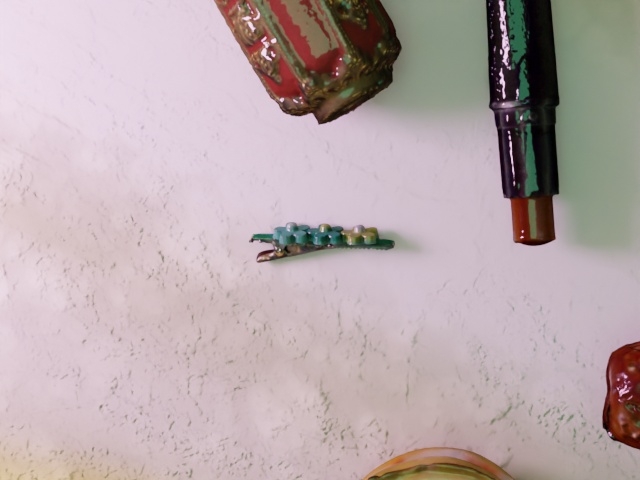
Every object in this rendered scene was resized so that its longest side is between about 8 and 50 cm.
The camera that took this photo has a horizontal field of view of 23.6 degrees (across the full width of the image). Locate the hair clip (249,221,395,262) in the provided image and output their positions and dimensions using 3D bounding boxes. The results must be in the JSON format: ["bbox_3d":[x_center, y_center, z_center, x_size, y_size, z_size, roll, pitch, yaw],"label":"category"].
[{"bbox_3d":[0.000,0.000,1.803,0.173,0.049,0.049,-3,93,12],"label":"hair clip"}]

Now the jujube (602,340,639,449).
[{"bbox_3d":[0.453,0.177,1.658,0.290,0.197,0.197,4,95,10],"label":"jujube"}]

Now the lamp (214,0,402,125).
[{"bbox_3d":[-0.027,-0.268,1.732,0.177,0.177,0.274,-30,90,11],"label":"lamp"}]

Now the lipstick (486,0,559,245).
[{"bbox_3d":[0.231,-0.143,1.732,0.081,0.081,0.300,-3,92,11],"label":"lipstick"}]

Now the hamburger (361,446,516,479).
[{"bbox_3d":[0.115,0.379,1.736,0.302,0.186,0.261,-43,87,0],"label":"hamburger"}]
